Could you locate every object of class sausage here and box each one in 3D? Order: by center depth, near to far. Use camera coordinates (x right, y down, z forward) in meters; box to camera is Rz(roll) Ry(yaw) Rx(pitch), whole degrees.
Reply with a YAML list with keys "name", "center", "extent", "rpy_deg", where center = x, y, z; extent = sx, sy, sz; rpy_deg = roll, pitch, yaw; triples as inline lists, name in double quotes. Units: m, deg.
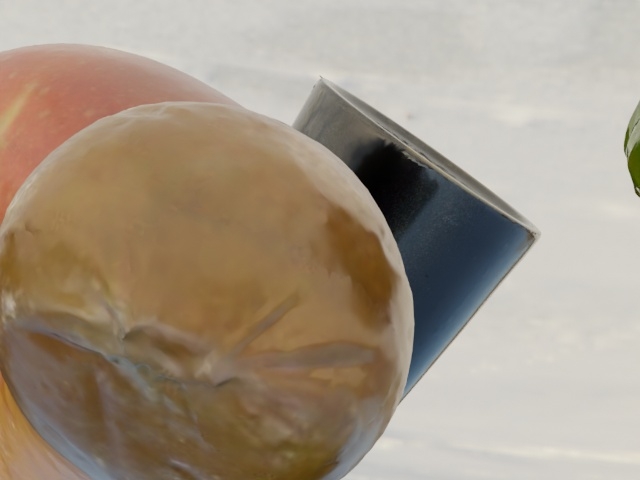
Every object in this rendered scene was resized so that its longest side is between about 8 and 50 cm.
- name: "sausage"
  center: [-0.041, 0.030, 0.435]
  extent: [0.108, 0.109, 0.270]
  rpy_deg: [9, 166, -10]

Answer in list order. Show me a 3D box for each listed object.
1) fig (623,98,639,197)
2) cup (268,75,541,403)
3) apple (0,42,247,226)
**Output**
- name: "fig"
  center: [0.183, -0.080, 0.364]
  extent: [0.233, 0.167, 0.167]
  rpy_deg: [-14, 166, 4]
- name: "cup"
  center: [0.014, 0.010, 1.032]
  extent: [0.166, 0.177, 0.239]
  rpy_deg: [32, -172, -14]
- name: "apple"
  center: [-0.102, 0.044, 0.741]
  extent: [0.260, 0.261, 0.216]
  rpy_deg: [0, 174, 32]
